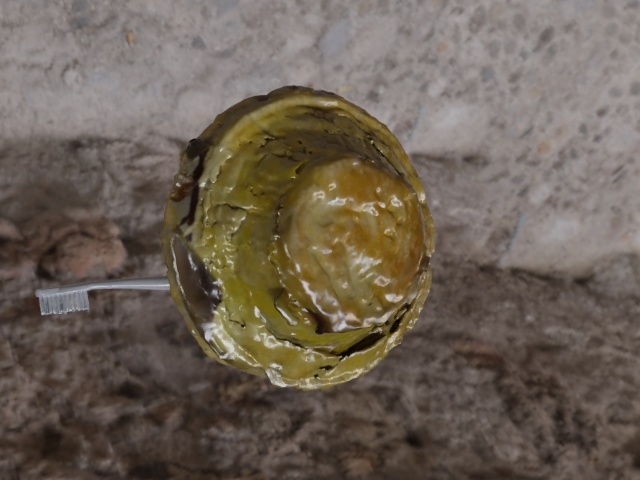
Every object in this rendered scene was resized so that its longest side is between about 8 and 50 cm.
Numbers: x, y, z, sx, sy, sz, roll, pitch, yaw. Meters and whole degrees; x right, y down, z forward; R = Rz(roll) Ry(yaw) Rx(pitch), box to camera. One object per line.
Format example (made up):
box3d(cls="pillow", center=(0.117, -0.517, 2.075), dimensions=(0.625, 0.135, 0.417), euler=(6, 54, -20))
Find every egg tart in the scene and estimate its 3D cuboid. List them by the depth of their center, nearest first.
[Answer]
box3d(cls="egg tart", center=(0.000, 0.000, 0.738), dimensions=(0.241, 0.106, 0.241), euler=(-1, 92, -32))

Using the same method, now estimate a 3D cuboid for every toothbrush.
box3d(cls="toothbrush", center=(-0.093, 0.030, 0.778), dimensions=(0.257, 0.024, 0.018), euler=(-9, -179, -13))
